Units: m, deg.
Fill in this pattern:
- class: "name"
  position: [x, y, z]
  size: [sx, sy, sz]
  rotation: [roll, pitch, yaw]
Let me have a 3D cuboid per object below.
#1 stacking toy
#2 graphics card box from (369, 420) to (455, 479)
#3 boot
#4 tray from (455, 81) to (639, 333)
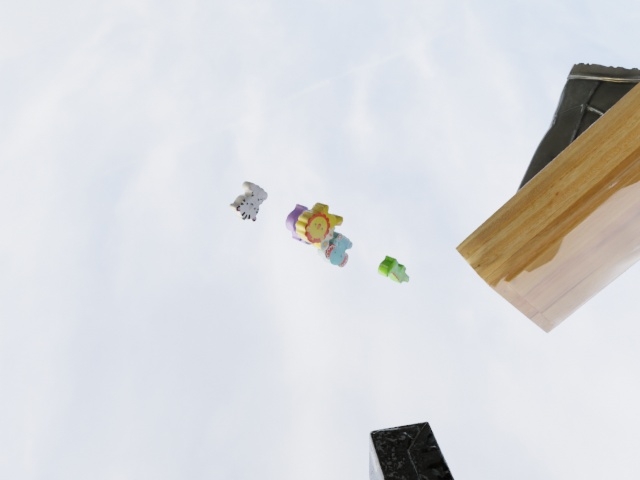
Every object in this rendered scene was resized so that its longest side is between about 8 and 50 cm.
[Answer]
- class: "stacking toy"
  position: [0.000, 0.000, 0.709]
  size: [0.167, 0.221, 0.052]
  rotation: [21, -99, 46]
- class: "graphics card box"
  position: [0.132, 0.459, 0.693]
  size: [0.094, 0.370, 0.232]
  rotation: [-8, -152, -6]
- class: "boot"
  position: [0.649, -0.155, 1.172]
  size: [0.367, 0.146, 0.445]
  rotation: [26, -88, 47]
- class: "tray"
  position: [0.372, -0.071, 0.597]
  size: [0.411, 0.203, 0.076]
  rotation: [-45, -135, 14]
